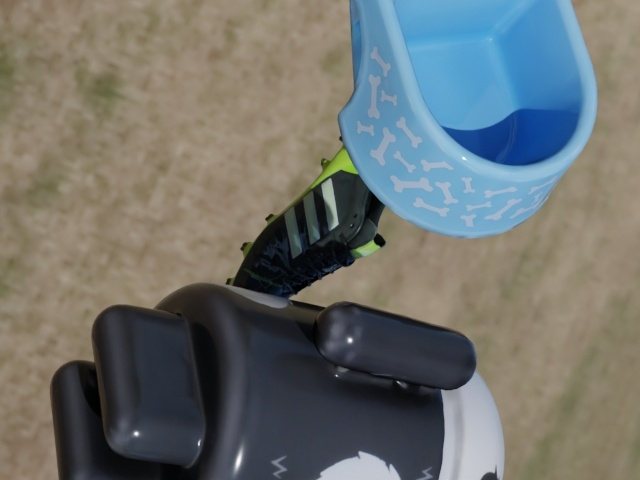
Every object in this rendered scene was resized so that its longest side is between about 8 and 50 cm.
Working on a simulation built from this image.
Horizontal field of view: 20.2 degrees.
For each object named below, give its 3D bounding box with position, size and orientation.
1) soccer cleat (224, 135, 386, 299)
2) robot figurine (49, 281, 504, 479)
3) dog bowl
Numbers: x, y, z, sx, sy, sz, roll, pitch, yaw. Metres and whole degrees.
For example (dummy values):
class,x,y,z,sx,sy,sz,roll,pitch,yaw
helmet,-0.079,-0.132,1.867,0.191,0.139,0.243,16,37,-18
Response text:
class,x,y,z,sx,sy,sz,roll,pitch,yaw
soccer cleat,0.000,0.000,1.301,0.179,0.072,0.060,-50,155,-6
robot figurine,-0.020,0.123,1.085,0.209,0.278,0.173,1,-102,59
dog bowl,0.080,-0.152,1.140,0.166,0.297,0.074,-10,168,-27
